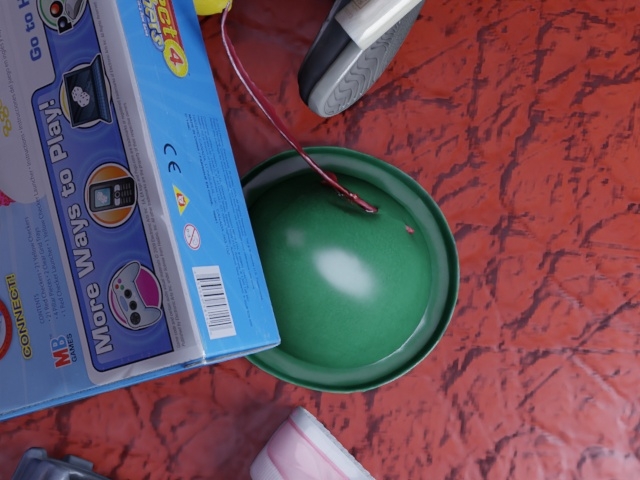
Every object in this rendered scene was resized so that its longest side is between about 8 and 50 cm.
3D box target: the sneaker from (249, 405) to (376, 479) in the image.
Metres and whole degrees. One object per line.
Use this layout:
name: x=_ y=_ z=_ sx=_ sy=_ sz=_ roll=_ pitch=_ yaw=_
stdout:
sneaker: x=0.009 y=0.181 z=0.731 sx=0.134 sy=0.051 sz=0.070 roll=45 pitch=85 yaw=7

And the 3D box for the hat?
hat: x=0.000 y=0.000 z=0.684 sx=0.208 sy=0.183 sz=0.173 roll=26 pitch=81 yaw=2

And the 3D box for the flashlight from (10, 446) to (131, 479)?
flashlight: x=-0.203 y=0.288 z=0.684 sx=0.103 sy=0.103 sz=0.304 roll=23 pitch=81 yaw=-2

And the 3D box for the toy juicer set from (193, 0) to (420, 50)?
toy juicer set: x=-0.025 y=-0.236 z=0.705 sx=0.329 sy=0.089 sz=0.209 roll=31 pitch=90 yaw=26

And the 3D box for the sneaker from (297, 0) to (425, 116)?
sneaker: x=0.017 y=-0.198 z=0.772 sx=0.118 sy=0.083 sz=0.222 roll=28 pitch=77 yaw=10

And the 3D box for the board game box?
board game box: x=-0.207 y=-0.043 z=0.665 sx=0.302 sy=0.086 sz=0.308 roll=-17 pitch=83 yaw=26
